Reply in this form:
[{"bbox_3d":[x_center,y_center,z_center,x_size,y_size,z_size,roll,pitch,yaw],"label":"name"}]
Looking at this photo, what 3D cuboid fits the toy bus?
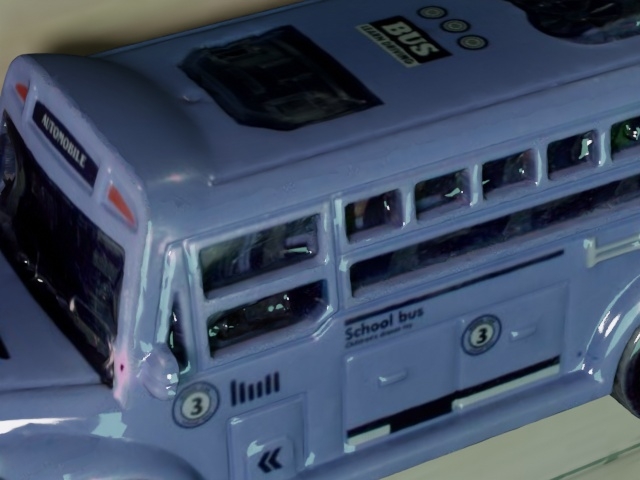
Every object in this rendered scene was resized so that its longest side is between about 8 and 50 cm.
[{"bbox_3d":[0.000,0.000,0.577,0.292,0.125,0.133,-17,126,-23],"label":"toy bus"}]
